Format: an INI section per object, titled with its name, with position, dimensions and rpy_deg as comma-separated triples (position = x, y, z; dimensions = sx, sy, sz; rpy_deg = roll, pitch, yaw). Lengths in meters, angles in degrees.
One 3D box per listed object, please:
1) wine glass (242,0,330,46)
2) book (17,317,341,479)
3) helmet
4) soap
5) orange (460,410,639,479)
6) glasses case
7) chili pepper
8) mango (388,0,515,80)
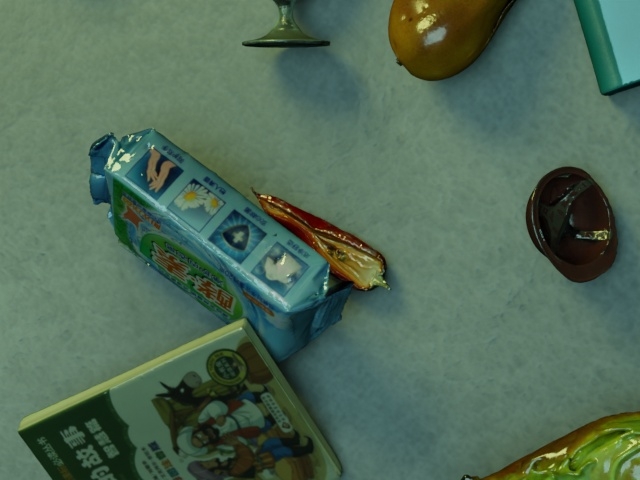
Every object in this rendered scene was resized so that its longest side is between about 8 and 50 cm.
[wine glass]
position = -0.035, -0.292, 1.864
dimensions = 0.093, 0.093, 0.202
rpy_deg = 2, 93, 16
[book]
position = -0.140, 0.209, 1.903
dimensions = 0.264, 0.027, 0.202
rpy_deg = -24, 115, 16
[helmet]
position = 0.230, -0.012, 1.817
dimensions = 0.089, 0.057, 0.111
rpy_deg = -20, 92, -27
[soap]
position = -0.106, 0.004, 1.866
dimensions = 0.293, 0.156, 0.077
rpy_deg = 37, 68, 12
[orange]
position = 0.266, 0.310, 1.753
dimensions = 0.334, 0.196, 0.262
rpy_deg = -33, 69, 10
[glasses case]
position = 0.277, -0.296, 1.789
dimensions = 0.117, 0.070, 0.301
rpy_deg = -18, 86, 15
[chili pepper]
position = 0.000, 0.000, 1.899
dimensions = 0.178, 0.027, 0.045
rpy_deg = 32, 96, 12
[mango]
position = 0.131, -0.226, 1.828
dimensions = 0.159, 0.084, 0.105
rpy_deg = -45, 64, -7
